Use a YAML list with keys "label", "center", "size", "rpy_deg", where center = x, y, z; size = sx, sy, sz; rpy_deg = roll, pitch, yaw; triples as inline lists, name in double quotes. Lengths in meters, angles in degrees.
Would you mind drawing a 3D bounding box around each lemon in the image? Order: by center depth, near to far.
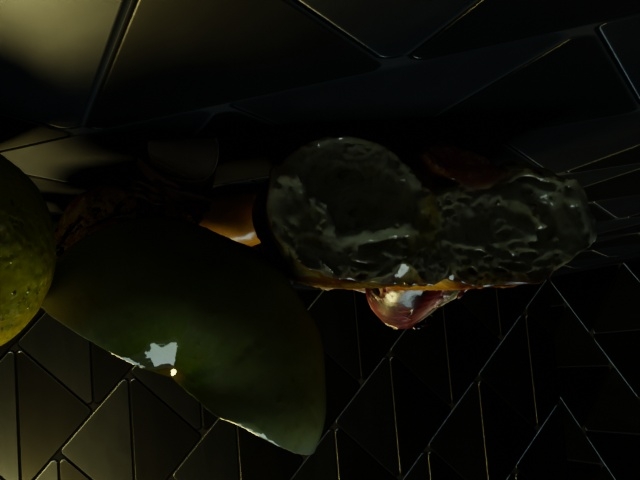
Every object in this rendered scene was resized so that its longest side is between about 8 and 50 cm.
- label: "lemon"
  center: [-0.383, 0.009, 0.946]
  size: [0.236, 0.236, 0.263]
  rpy_deg: [-4, -157, -7]

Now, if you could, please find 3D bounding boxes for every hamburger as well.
- label: "hamburger"
  center: [-0.275, 0.006, 1.291]
  size: [0.231, 0.107, 0.231]
  rpy_deg: [-18, 149, -11]

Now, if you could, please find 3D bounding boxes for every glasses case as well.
- label: "glasses case"
  center: [-0.174, -0.067, 1.117]
  size: [0.102, 0.070, 0.193]
  rpy_deg: [-2, 172, -9]

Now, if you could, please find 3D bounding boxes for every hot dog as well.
- label: "hot dog"
  center: [0.096, -0.025, 1.194]
  size: [0.367, 0.196, 0.365]
  rpy_deg: [4, 172, -10]

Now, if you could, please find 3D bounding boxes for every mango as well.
- label: "mango"
  center: [-0.146, -0.028, 1.403]
  size: [0.184, 0.085, 0.102]
  rpy_deg: [-4, 180, 33]

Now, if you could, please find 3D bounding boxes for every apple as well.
- label: "apple"
  center: [-0.162, 0.124, 1.141]
  size: [0.311, 0.320, 0.360]
  rpy_deg: [-15, 180, -7]

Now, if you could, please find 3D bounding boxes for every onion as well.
- label: "onion"
  center: [0.175, 0.024, 1.671]
  size: [0.272, 0.195, 0.272]
  rpy_deg: [-41, 158, -21]

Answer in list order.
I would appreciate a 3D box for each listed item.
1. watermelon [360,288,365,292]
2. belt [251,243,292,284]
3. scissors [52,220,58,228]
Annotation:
- label: "watermelon"
  center: [0.147, 0.040, 1.850]
  size: [0.260, 0.176, 0.256]
  rpy_deg: [25, 146, -19]
- label: "belt"
  center: [-0.164, 0.031, 1.582]
  size: [0.230, 0.140, 0.126]
  rpy_deg: [6, 159, 32]
- label: "scissors"
  center: [-0.392, -0.012, 1.353]
  size: [0.180, 0.032, 0.393]
  rpy_deg: [-17, 176, 40]
